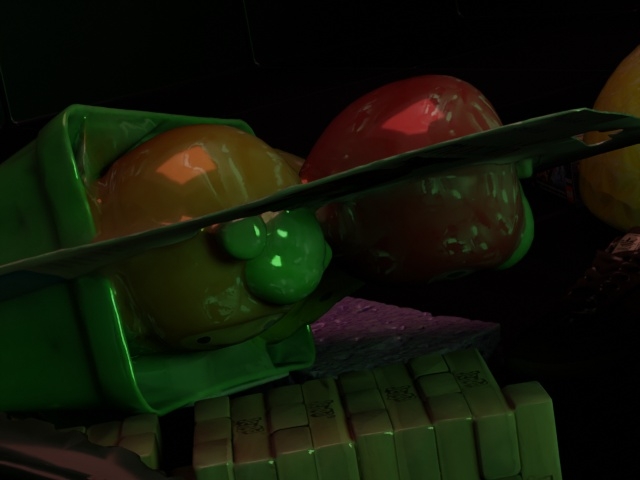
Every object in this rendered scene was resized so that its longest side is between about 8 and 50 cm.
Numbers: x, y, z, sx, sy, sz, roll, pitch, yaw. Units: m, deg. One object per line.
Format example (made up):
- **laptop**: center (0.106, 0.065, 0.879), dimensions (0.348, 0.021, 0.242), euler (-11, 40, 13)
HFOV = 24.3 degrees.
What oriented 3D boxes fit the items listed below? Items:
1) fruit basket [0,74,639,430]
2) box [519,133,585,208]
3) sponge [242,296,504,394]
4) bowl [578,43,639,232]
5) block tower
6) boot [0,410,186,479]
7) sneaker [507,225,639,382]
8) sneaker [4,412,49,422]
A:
- **fruit basket**: center (0.000, 0.000, 0.771), dimensions (0.353, 0.165, 0.327), euler (-10, -1, 20)
- **box**: center (0.312, -0.086, 1.371), dimensions (0.233, 0.044, 0.159), euler (-12, 14, -9)
- **sponge**: center (0.006, 0.071, 0.966), dimensions (0.117, 0.031, 0.210), euler (-20, 17, -35)
- **bowl**: center (0.338, -0.118, 1.149), dimensions (0.289, 0.156, 0.289), euler (-7, 23, 3)
- **block tower**: center (-0.066, 0.128, 0.653), dimensions (0.335, 0.091, 0.097), euler (-10, 14, -2)
- **boot**: center (-0.185, 0.168, 0.456), dimensions (0.348, 0.131, 0.260), euler (18, 39, 12)
- **sneaker**: center (0.183, 0.030, 0.921), dimensions (0.188, 0.071, 0.066), euler (-19, 16, -36)
- **sneaker**: center (-0.197, 0.099, 0.831), dimensions (0.123, 0.109, 0.295), euler (-18, 14, -14)
